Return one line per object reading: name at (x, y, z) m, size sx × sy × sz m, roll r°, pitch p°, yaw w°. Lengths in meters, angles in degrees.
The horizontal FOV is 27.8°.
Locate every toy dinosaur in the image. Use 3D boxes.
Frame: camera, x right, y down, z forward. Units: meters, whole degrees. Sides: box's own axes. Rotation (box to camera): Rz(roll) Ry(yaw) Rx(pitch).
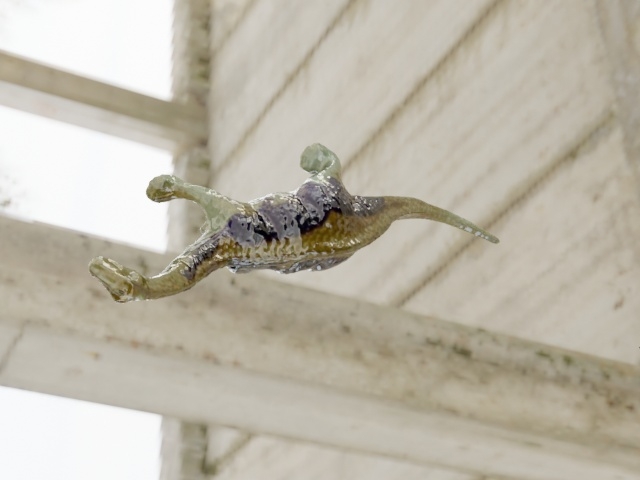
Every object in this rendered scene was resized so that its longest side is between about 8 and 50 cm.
toy dinosaur at (-0.010, -0.007, 0.437) m, size 0.058 × 0.180 × 0.037 m, roll 42°, pitch -49°, yaw 33°
